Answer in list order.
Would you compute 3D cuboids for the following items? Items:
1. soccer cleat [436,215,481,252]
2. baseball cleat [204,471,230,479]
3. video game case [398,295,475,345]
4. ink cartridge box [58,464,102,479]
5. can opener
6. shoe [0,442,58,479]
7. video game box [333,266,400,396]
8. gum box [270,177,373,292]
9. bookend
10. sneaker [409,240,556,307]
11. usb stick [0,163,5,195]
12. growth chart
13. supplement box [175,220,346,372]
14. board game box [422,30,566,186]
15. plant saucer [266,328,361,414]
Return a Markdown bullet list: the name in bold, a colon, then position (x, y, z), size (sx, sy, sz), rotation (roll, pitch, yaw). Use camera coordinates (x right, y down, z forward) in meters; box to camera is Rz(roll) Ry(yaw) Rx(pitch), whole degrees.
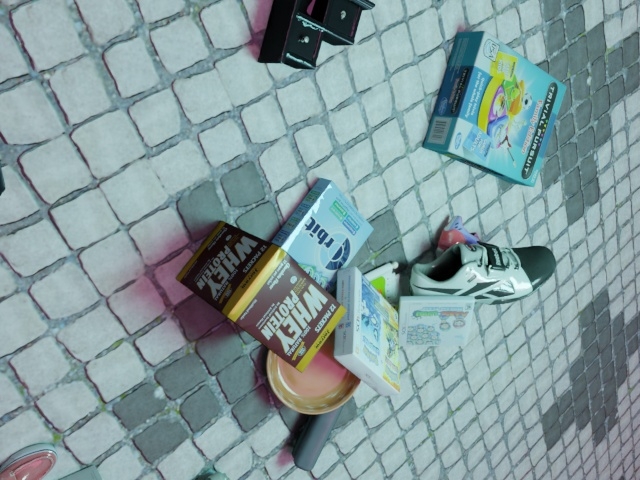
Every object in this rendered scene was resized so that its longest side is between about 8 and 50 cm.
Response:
- **soccer cleat**: position (0.369, 0.035, 1.363), size (0.248, 0.083, 0.095), rotation (35, 78, -36)
- **baseball cleat**: position (-0.195, 0.538, 1.111), size (0.109, 0.072, 0.205), rotation (-25, 114, -13)
- **video game case**: position (0.248, 0.178, 1.243), size (0.157, 0.019, 0.143), rotation (-1, 128, 2)
- **ink cartridge box**: position (-0.430, 0.450, 0.900), size (0.181, 0.062, 0.104), rotation (-17, 113, -32)
- **can opener**: position (-0.002, 0.331, 1.194), size (0.095, 0.076, 0.283), rotation (27, 87, -7)
- **shoe**: position (-0.467, 0.380, 0.839), size (0.178, 0.081, 0.063), rotation (-32, 121, -25)
- **video game box**: position (0.095, 0.181, 1.117), size (0.205, 0.048, 0.187), rotation (46, 39, -43)
- **gum box**: position (0.000, 0.000, 1.097), size (0.184, 0.041, 0.157), rotation (-54, 128, -12)
- **bookend**: position (-0.006, -0.352, 0.965), size (0.156, 0.072, 0.157), rotation (12, 97, -39)
- **sneaker**: position (0.352, 0.061, 1.236), size (0.331, 0.122, 0.146), rotation (-18, 129, -1)
- **usb stick**: position (-0.448, -0.179, 0.697), size (0.077, 0.045, 0.277), rotation (-29, 123, -54)
- **growth chart**: position (0.132, 0.163, 1.261), size (0.172, 0.021, 0.237), rotation (-32, 120, -24)
- **supplement box**: position (-0.099, 0.090, 0.952), size (0.129, 0.194, 0.191), rotation (-53, 128, -12)
- **board game box**: position (0.403, -0.283, 1.288), size (0.336, 0.079, 0.253), rotation (12, 97, -38)
- **plant saucer**: position (-0.011, 0.239, 1.126), size (0.200, 0.037, 0.199), rotation (0, 89, -16)
